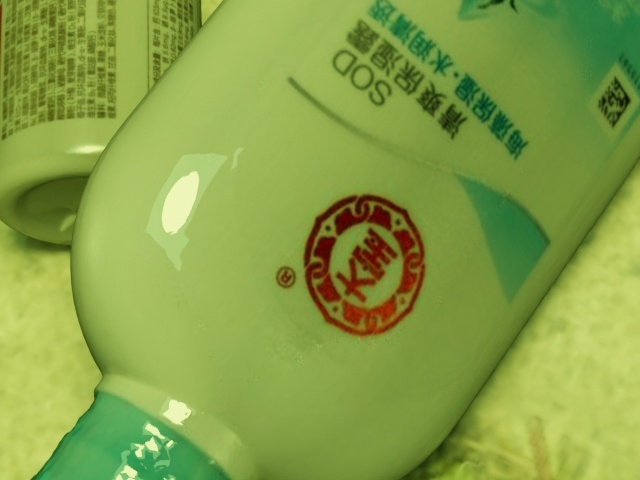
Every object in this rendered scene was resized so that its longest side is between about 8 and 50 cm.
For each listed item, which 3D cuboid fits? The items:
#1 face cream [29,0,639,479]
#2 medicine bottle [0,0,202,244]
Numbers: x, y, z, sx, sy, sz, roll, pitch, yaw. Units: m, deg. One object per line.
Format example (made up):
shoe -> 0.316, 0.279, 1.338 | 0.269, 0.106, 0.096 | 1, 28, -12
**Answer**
face cream -> 0.000, 0.000, 0.623 | 0.163, 0.080, 0.336 | 45, 69, -22
medicine bottle -> -0.084, -0.074, 0.683 | 0.079, 0.079, 0.140 | -3, 67, 0
